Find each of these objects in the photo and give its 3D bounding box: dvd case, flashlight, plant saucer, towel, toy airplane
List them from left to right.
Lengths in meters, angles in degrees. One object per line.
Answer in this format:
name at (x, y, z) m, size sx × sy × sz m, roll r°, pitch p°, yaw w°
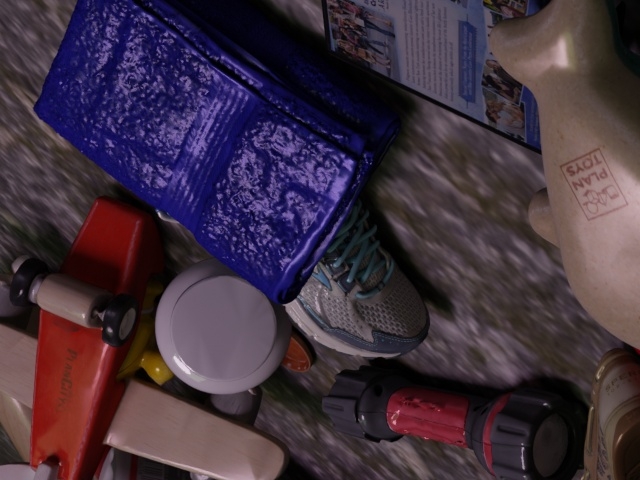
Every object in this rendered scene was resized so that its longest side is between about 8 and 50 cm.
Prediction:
toy airplane at (-0.261, 0.167, 1.864) m, size 0.384 × 0.272 × 0.386 m, roll -27°, pitch 97°, yaw 29°
towel at (-0.103, -0.103, 1.358) m, size 0.308 × 0.076 × 0.228 m, roll 38°, pitch 124°, yaw 10°
plant saucer at (-0.042, 0.117, 1.787) m, size 0.083 × 0.013 × 0.083 m, roll 30°, pitch 151°, yaw 19°
flashlight at (0.125, 0.183, 1.572) m, size 0.304 × 0.103 × 0.103 m, roll 6°, pitch 139°, yaw 47°
dvd case at (0.105, -0.157, 1.163) m, size 0.253 × 0.022 × 0.180 m, roll 28°, pitch 152°, yaw 22°

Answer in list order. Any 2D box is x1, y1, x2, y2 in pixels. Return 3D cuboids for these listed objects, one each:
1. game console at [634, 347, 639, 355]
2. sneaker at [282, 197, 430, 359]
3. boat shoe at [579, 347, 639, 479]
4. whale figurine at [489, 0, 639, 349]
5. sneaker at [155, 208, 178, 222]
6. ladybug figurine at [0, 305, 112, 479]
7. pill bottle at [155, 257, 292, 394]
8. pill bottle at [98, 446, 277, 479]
game console at (0.299, 0.060, 1.256) m, size 0.124 × 0.085 × 0.144 m, roll -9°, pitch 133°, yaw 18°
sneaker at (0.000, 0.000, 1.450) m, size 0.283 × 0.110 × 0.122 m, roll 42°, pitch 148°, yaw -8°
boat shoe at (0.291, 0.210, 1.425) m, size 0.285 × 0.104 × 0.089 m, roll 83°, pitch 169°, yaw -48°
whale figurine at (0.229, -0.055, 1.054) m, size 0.272 × 0.141 × 0.216 m, roll 58°, pitch 144°, yaw -3°
sneaker at (-0.146, -0.072, 1.554) m, size 0.211 × 0.081 × 0.080 m, roll 37°, pitch 155°, yaw 9°
ladybug figurine at (-0.362, 0.232, 2.169) m, size 0.305 × 0.162 × 0.449 m, roll 48°, pitch 163°, yaw 36°
pill bottle at (-0.098, 0.085, 1.583) m, size 0.136 × 0.136 × 0.245 m, roll 41°, pitch 177°, yaw -2°
pill bottle at (-0.147, 0.365, 2.032) m, size 0.283 × 0.161 × 0.161 m, roll 14°, pitch 158°, yaw -15°
